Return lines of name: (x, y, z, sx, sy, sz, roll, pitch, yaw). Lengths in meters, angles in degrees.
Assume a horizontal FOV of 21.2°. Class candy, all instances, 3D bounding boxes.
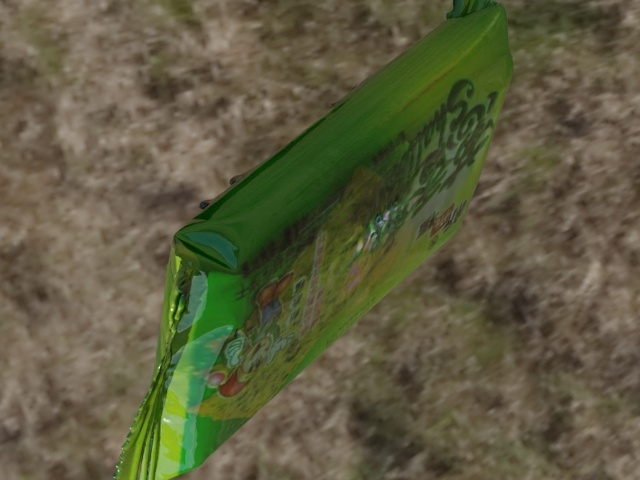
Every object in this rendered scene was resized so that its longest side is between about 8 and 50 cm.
candy: (0.001, 0.001, 0.519, 0.032, 0.178, 0.102, 31, 136, 21)
